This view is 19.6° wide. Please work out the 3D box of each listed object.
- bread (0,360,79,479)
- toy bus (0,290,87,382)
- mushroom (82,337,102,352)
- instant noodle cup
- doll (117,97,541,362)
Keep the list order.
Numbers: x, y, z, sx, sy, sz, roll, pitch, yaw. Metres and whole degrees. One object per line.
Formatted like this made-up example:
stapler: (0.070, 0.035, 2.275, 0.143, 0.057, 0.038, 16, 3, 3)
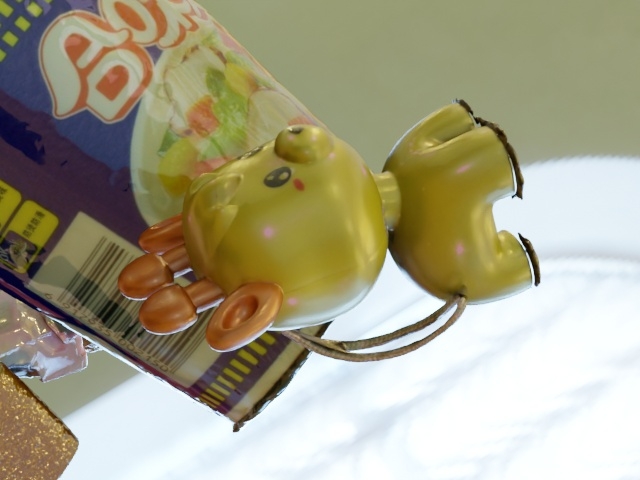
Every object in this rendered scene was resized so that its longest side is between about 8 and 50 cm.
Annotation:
bread: (-0.204, 0.132, 1.151, 0.035, 0.090, 0.094, 14, -29, 41)
toy bus: (-0.315, 0.090, 1.400, 0.090, 0.274, 0.112, 42, -36, 43)
mushroom: (-0.223, -0.050, 1.952, 0.345, 0.345, 0.239, 91, -8, -58)
instant noodle cup: (-0.118, -0.043, 1.224, 0.312, 0.284, 0.284, 38, -18, -4)
doll: (0.000, 0.000, 0.997, 0.143, 0.221, 0.135, -134, -151, -55)
